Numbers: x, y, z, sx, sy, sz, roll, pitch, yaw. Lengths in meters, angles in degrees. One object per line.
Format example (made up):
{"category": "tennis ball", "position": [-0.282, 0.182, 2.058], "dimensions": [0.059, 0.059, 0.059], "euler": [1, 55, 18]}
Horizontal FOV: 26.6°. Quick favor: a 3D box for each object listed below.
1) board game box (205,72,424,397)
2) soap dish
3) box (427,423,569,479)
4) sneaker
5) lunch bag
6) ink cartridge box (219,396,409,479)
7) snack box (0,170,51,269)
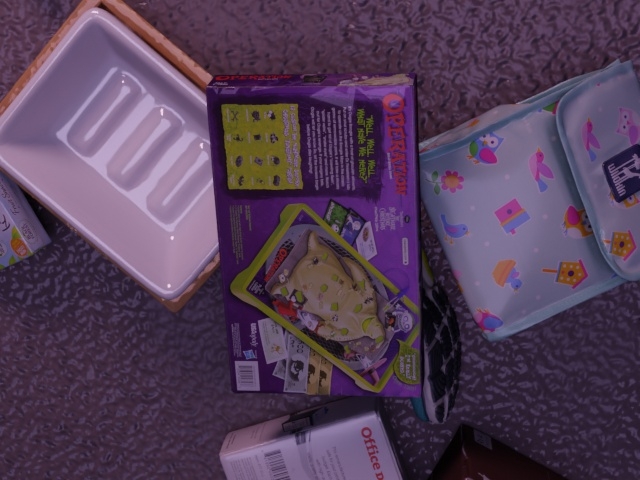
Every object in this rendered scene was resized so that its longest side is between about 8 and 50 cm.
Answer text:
{"category": "board game box", "position": [0.000, 0.000, 1.389], "dimensions": [0.208, 0.056, 0.347], "euler": [3, 114, 12]}
{"category": "soap dish", "position": [-0.193, -0.100, 1.468], "dimensions": [0.291, 0.118, 0.229], "euler": [40, 103, -5]}
{"category": "box", "position": [0.181, 0.352, 1.520], "dimensions": [0.167, 0.168, 0.203], "euler": [29, 104, -2]}
{"category": "sneaker", "position": [0.079, 0.076, 1.515], "dimensions": [0.110, 0.107, 0.275], "euler": [-19, 97, 28]}
{"category": "lunch bag", "position": [0.246, -0.046, 1.428], "dimensions": [0.262, 0.160, 0.223], "euler": [-22, 96, 5]}
{"category": "ink cartridge box", "position": [-0.002, 0.270, 1.559], "dimensions": [0.190, 0.082, 0.139], "euler": [-17, 102, 7]}
{"category": "snack box", "position": [-0.376, -0.038, 1.516], "dimensions": [0.100, 0.037, 0.141], "euler": [-20, 104, 41]}
